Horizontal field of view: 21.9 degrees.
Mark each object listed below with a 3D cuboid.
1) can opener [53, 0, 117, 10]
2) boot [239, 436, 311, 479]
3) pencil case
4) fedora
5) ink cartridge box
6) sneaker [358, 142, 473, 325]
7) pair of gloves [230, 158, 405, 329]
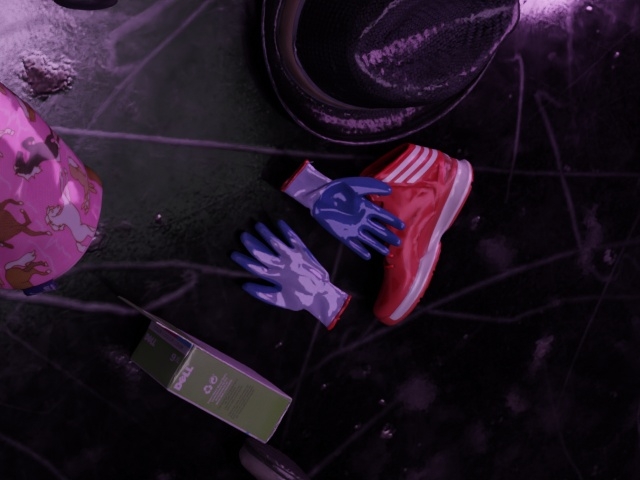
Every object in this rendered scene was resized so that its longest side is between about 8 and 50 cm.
[{"bbox_3d":[-0.298,-0.278,1.682,0.186,0.073,0.059,6,111,-22],"label":"can opener"},{"bbox_3d":[-0.053,0.365,2.023,0.161,0.083,0.246,-45,121,-3],"label":"boot"},{"bbox_3d":[-0.378,-0.099,1.594,0.386,0.160,0.167,47,55,-45],"label":"pencil case"},{"bbox_3d":[0.104,-0.244,1.863,0.334,0.152,0.334,-10,111,-27],"label":"fedora"},{"bbox_3d":[-0.145,0.147,1.877,0.209,0.109,0.062,33,88,-33],"label":"ink cartridge box"},{"bbox_3d":[0.083,-0.016,1.986,0.128,0.087,0.221,23,93,-17],"label":"sneaker"},{"bbox_3d":[0.000,0.000,1.925,0.159,0.023,0.198,35,96,-15],"label":"pair of gloves"}]
